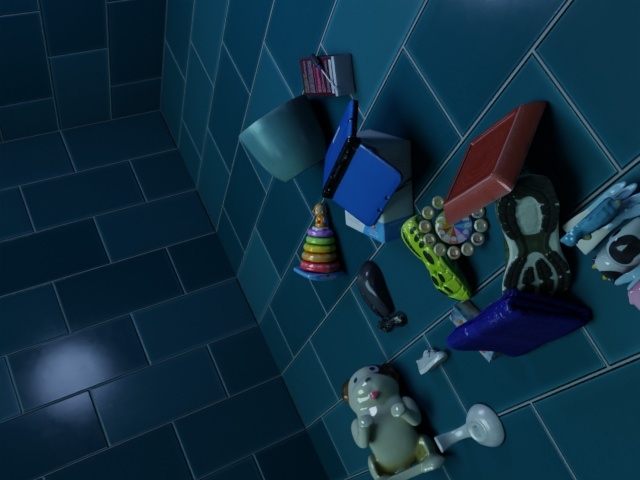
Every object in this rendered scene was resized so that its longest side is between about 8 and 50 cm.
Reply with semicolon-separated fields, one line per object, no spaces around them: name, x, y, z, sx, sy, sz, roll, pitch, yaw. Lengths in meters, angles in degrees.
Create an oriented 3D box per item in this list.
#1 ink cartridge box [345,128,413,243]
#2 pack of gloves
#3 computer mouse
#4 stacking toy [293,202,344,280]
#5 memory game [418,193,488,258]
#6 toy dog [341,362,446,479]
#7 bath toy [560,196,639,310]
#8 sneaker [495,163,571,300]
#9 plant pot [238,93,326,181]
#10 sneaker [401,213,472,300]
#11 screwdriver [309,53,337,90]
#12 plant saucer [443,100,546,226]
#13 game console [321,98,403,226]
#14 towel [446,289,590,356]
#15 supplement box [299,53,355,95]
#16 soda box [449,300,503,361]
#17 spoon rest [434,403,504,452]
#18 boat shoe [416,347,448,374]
ink cartridge box;0.177;-0.177;1.965;0.223;0.129;0.307;32;134;54
pack of gloves;0.631;-0.012;1.267;0.195;0.046;0.232;53;155;13
computer mouse;0.199;0.206;2.258;0.272;0.072;0.188;67;156;9
stacking toy;0.000;0.000;2.473;0.166;0.175;0.301;20;111;59
memory game;0.357;-0.039;1.679;0.186;0.012;0.186;3;100;18
toy dog;0.252;0.653;2.289;0.407;0.285;0.395;65;-169;10
bath toy;0.625;0.081;1.174;0.348;0.129;0.151;50;-172;24
sneaker;0.495;-0.012;1.468;0.182;0.158;0.410;-77;-23;-53
plant pot;-0.115;-0.357;2.284;0.235;0.293;0.293;58;156;-6
sneaker;0.356;0.046;1.783;0.295;0.123;0.109;55;152;-9
screwdriver;0.010;-0.545;2.012;0.169;0.024;0.025;58;178;27
plant saucer;0.382;-0.180;1.421;0.048;0.259;0.258;32;156;-9
game console;0.123;-0.226;1.859;0.293;0.174;0.250;119;160;-56
towel;0.477;0.207;1.533;0.308;0.228;0.076;125;150;-60
supplement box;0.020;-0.556;2.096;0.239;0.073;0.130;24;127;57
soda box;0.452;0.257;1.776;0.183;0.063;0.058;50;148;38
spoon rest;0.478;0.602;1.971;0.276;0.084;0.137;-44;67;49
boat shoe;0.365;0.391;2.064;0.063;0.066;0.184;62;163;18
